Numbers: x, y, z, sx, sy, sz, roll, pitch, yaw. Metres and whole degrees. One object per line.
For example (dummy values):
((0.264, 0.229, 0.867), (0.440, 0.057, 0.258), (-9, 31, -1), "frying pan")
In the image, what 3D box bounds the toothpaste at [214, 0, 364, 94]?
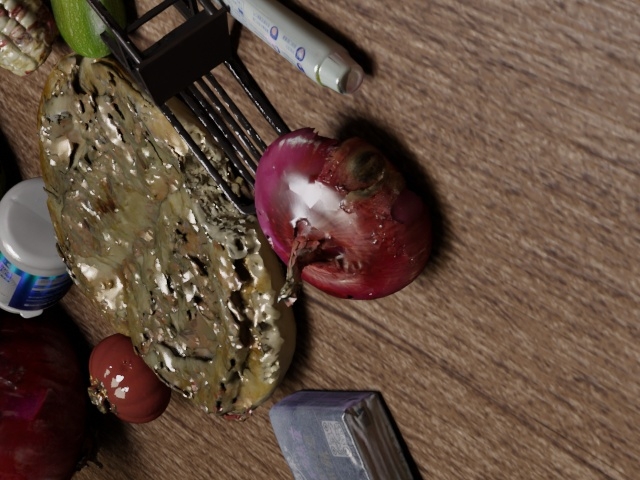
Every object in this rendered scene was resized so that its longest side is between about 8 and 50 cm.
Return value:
((-0.041, -0.169, 1.450), (0.218, 0.033, 0.052), (40, 153, 40), "toothpaste")

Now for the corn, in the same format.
((-0.342, -0.250, 1.787), (0.237, 0.079, 0.079), (41, 158, -14), "corn")

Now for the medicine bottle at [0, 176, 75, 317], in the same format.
((-0.304, 0.012, 2.031), (0.107, 0.107, 0.191), (56, 154, 7), "medicine bottle")

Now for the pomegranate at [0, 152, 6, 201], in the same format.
((-0.471, -0.018, 2.079), (0.242, 0.306, 0.242), (14, 168, 3), "pomegranate")

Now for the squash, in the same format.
((-0.209, -0.255, 1.621), (0.066, 0.066, 0.229), (35, 146, 41), "squash")

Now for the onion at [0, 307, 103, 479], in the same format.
((-0.379, 0.212, 2.254), (0.347, 0.285, 0.347), (-21, 62, 45), "onion")

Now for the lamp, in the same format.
((-0.199, 0.144, 2.003), (0.101, 0.090, 0.101), (47, 155, 30), "lamp")

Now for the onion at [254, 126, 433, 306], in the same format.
((0.000, 0.000, 1.429), (0.150, 0.140, 0.150), (29, 148, 20), "onion")

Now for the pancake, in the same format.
((-0.148, -0.005, 1.773), (0.382, 0.071, 0.382), (40, 146, 34), "pancake")

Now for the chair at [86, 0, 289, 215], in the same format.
((-0.092, -0.124, 1.509), (0.212, 0.084, 0.101), (51, 171, 18), "chair")

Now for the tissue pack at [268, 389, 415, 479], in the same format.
((0.020, 0.190, 1.703), (0.156, 0.051, 0.112), (-8, 108, 63), "tissue pack")
